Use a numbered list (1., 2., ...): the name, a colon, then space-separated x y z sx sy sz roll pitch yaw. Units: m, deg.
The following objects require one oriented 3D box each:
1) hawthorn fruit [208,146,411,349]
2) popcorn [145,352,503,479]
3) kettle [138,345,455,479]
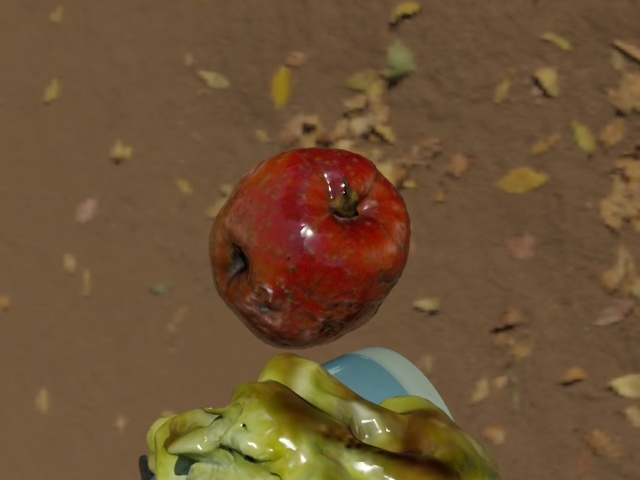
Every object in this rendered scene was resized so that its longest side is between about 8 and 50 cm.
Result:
1. hawthorn fruit: -0.009 0.009 2.027 0.261 0.258 0.258 -21 75 28
2. popcorn: -0.023 0.244 1.205 0.312 0.312 0.312 -2 87 40
3. kettle: -0.022 0.304 1.669 0.319 0.342 0.247 49 143 32
